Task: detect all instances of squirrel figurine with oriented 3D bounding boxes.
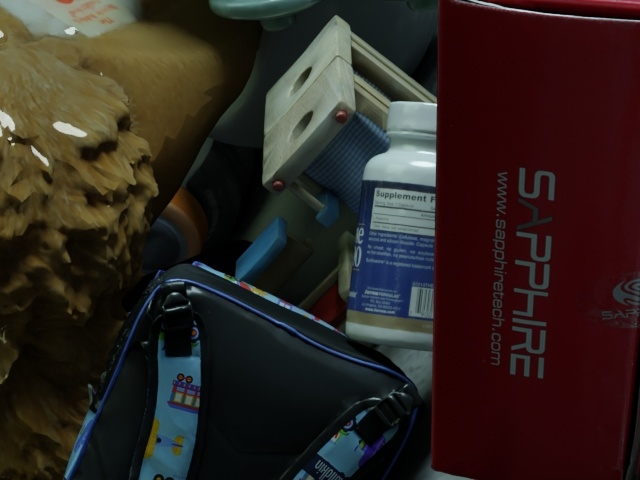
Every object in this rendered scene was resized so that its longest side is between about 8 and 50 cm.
[{"bbox_3d":[-0.207,0.022,1.159,0.397,0.281,0.370,-103,30,-54],"label":"squirrel figurine"}]

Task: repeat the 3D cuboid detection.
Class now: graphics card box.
[{"bbox_3d":[0.114,-0.102,0.808,0.371,0.094,0.233,-73,-15,-48],"label":"graphics card box"}]

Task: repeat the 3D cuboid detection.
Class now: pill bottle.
[{"bbox_3d":[-0.115,-0.073,1.519,0.130,0.130,0.246,-43,20,34],"label":"pill bottle"},{"bbox_3d":[0.051,-0.006,0.932,0.067,0.067,0.120,-174,91,-71],"label":"pill bottle"}]

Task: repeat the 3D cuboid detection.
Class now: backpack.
[{"bbox_3d":[-0.049,0.115,0.940,0.117,0.158,0.173,-132,66,-82],"label":"backpack"}]

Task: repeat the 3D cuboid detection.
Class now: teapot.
[{"bbox_3d":[-0.001,-0.179,1.343,0.256,0.187,0.253,39,122,53],"label":"teapot"}]

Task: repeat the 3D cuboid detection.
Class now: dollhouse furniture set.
[{"bbox_3d":[0.000,0.000,1.055,0.184,0.129,0.129,-47,18,20],"label":"dollhouse furniture set"}]

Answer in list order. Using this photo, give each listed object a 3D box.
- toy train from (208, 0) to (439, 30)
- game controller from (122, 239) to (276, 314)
[{"bbox_3d":[0.054,-0.222,1.115,0.333,0.142,0.190,-8,23,6],"label":"toy train"},{"bbox_3d":[-0.123,0.094,1.322,0.166,0.067,0.319,-61,17,-21],"label":"game controller"}]
